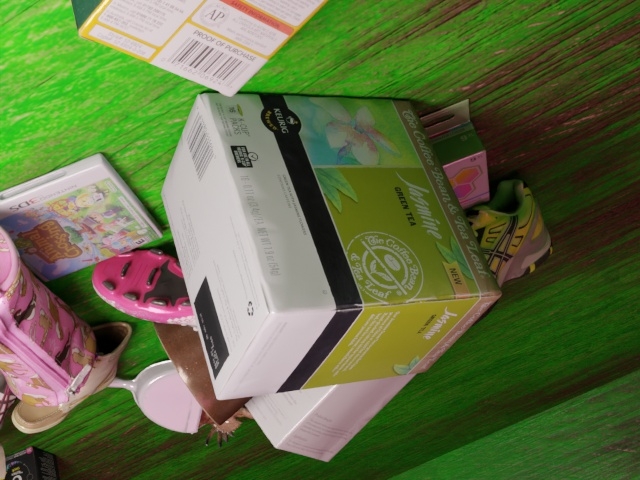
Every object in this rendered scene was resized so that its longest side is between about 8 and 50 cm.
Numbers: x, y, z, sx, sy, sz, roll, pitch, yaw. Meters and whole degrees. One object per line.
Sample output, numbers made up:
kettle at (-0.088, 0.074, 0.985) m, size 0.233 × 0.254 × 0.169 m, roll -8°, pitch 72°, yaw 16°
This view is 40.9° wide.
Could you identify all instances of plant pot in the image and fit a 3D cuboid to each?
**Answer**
plant pot at (-0.133, 0.166, 1.483) m, size 0.230 × 0.215 × 0.215 m, roll -32°, pitch 151°, yaw -5°

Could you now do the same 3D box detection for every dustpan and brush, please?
dustpan and brush at (-0.331, 0.287, 1.647) m, size 0.211 × 0.060 × 0.147 m, roll 9°, pitch 106°, yaw -17°

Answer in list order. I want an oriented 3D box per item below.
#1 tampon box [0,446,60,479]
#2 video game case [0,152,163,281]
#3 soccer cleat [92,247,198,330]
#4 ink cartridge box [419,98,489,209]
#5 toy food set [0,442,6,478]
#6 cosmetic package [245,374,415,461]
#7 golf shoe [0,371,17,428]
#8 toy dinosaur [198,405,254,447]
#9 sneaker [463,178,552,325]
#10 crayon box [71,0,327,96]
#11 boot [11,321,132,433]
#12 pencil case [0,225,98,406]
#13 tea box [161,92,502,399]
tampon box at (-0.633, 0.547, 1.844) m, size 0.120 × 0.161 × 0.101 m, roll -23°, pitch 151°, yaw 6°
video game case at (-0.346, -0.024, 1.188) m, size 0.193 × 0.023 × 0.212 m, roll -21°, pitch 151°, yaw 3°
soccer cleat at (-0.182, 0.103, 1.307) m, size 0.331 × 0.116 × 0.143 m, roll 9°, pitch 143°, yaw 4°
ink cartridge box at (0.195, -0.116, 1.318) m, size 0.108 × 0.062 × 0.209 m, roll -20°, pitch 151°, yaw 2°
toy food set at (-0.721, 0.407, 1.535) m, size 0.219 × 0.093 × 0.306 m, roll 7°, pitch 166°, yaw -38°
cosmetic package at (0.058, 0.216, 1.592) m, size 0.385 × 0.156 × 0.217 m, roll -46°, pitch 146°, yaw 3°
golf shoe at (-0.549, 0.259, 1.471) m, size 0.120 × 0.105 × 0.273 m, roll -15°, pitch 152°, yaw -25°
toy dinosaur at (-0.237, 0.350, 1.800) m, size 0.295 × 0.127 × 0.200 m, roll 20°, pitch 140°, yaw -41°
sneaker at (0.235, 0.028, 1.406) m, size 0.145 × 0.147 × 0.384 m, roll 1°, pitch -152°, yaw 44°
crayon box at (-0.069, -0.296, 0.834) m, size 0.323 × 0.083 × 0.203 m, roll -37°, pitch 146°, yaw 30°
boot at (-0.423, 0.229, 1.467) m, size 0.213 × 0.077 × 0.165 m, roll -32°, pitch 164°, yaw -44°
pencil case at (-0.435, 0.110, 1.197) m, size 0.167 × 0.160 × 0.386 m, roll 6°, pitch 154°, yaw 7°
tea box at (0.000, 0.000, 1.125) m, size 0.323 × 0.329 × 0.220 m, roll -3°, pitch 147°, yaw -29°
